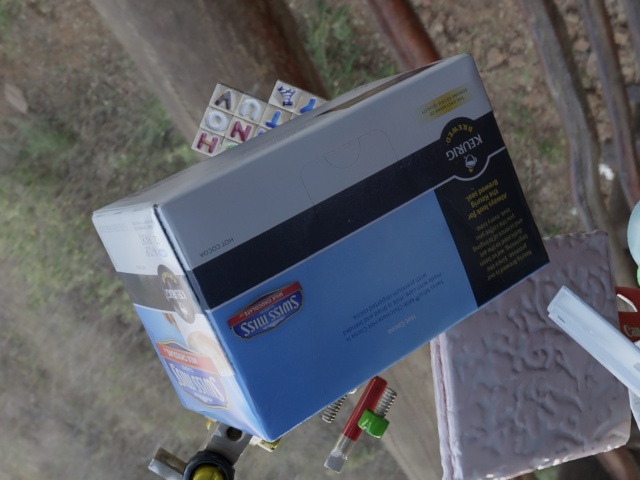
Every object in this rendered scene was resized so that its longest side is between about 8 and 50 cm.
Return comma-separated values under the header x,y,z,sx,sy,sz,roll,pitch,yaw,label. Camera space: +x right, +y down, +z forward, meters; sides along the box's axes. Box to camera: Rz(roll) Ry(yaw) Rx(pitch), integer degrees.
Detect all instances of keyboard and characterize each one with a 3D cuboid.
x,y,z,sx,sy,sz,roll,pitch,yaw,label
0.359,0.149,1.050,0.256,0.014,0.072,43,154,16,keyboard

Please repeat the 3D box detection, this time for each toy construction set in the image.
x,y,z,sx,sy,sz,roll,pitch,yaw,label
-0.075,0.231,1.169,0.309,0.237,0.257,28,180,-30,toy construction set

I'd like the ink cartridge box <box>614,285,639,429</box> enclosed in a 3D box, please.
x,y,z,sx,sy,sz,roll,pitch,yaw,label
0.556,0.178,1.540,0.066,0.261,0.296,-33,155,34,ink cartridge box

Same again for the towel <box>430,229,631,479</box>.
x,y,z,sx,sy,sz,roll,pitch,yaw,label
0.286,0.155,1.298,0.331,0.317,0.053,-6,178,-31,towel

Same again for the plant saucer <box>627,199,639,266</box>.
x,y,z,sx,sy,sz,roll,pitch,yaw,label
0.621,-0.008,1.610,0.195,0.037,0.195,4,99,26,plant saucer

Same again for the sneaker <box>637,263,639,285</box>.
x,y,z,sx,sy,sz,roll,pitch,yaw,label
0.712,0.068,1.363,0.482,0.202,0.185,9,115,12,sneaker

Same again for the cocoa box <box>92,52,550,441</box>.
x,y,z,sx,sy,sz,roll,pitch,yaw,label
0.000,0.000,0.925,0.231,0.347,0.228,-2,115,63,cocoa box

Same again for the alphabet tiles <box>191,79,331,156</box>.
x,y,z,sx,sy,sz,roll,pitch,yaw,label
-0.064,-0.144,1.422,0.237,0.009,0.198,21,122,-11,alphabet tiles
